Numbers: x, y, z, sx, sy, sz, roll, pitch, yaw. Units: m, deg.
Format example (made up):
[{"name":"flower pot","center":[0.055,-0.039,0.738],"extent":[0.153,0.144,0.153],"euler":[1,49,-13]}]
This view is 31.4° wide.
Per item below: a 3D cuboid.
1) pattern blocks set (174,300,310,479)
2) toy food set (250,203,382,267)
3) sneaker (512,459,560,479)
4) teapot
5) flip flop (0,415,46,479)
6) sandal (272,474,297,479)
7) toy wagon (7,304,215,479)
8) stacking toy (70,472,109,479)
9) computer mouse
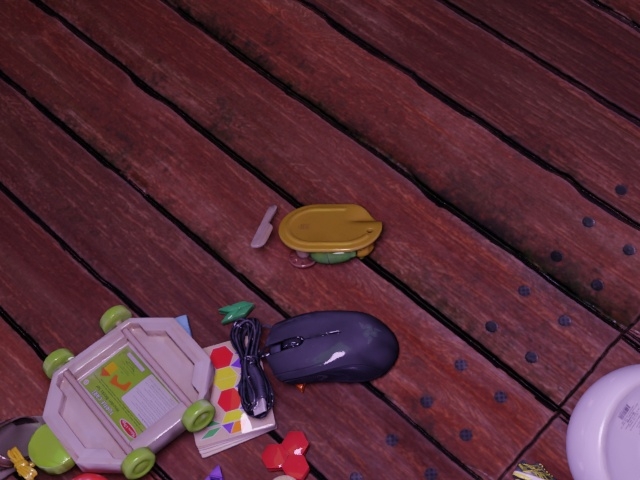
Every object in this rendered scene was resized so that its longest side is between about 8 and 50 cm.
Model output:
[{"name":"pattern blocks set","center":[-0.154,0.256,1.883],"extent":[0.286,0.026,0.324],"euler":[-9,62,6]},{"name":"toy food set","center":[0.000,0.000,1.972],"extent":[0.218,0.071,0.128],"euler":[1,39,10]},{"name":"sneaker","center":[0.335,0.356,1.732],"extent":[0.083,0.031,0.035],"euler":[14,66,18]},{"name":"teapot","center":[0.454,0.301,1.657],"extent":[0.256,0.187,0.252],"euler":[-5,85,-16]},{"name":"flip flop","center":[-0.508,0.337,1.881],"extent":[0.277,0.080,0.112],"euler":[-11,61,5]},{"name":"sandal","center":[-0.020,0.460,1.706],"extent":[0.088,0.079,0.240],"euler":[-30,68,-1]},{"name":"toy wagon","center":[-0.343,0.267,1.841],"extent":[0.344,0.068,0.267],"euler":[-38,57,-15]},{"name":"stacking toy","center":[-0.382,0.516,1.745],"extent":[0.141,0.141,0.330],"euler":[5,58,14]},{"name":"computer mouse","center":[-0.006,0.177,1.845],"extent":[0.272,0.072,0.188],"euler":[-8,55,-4]}]
